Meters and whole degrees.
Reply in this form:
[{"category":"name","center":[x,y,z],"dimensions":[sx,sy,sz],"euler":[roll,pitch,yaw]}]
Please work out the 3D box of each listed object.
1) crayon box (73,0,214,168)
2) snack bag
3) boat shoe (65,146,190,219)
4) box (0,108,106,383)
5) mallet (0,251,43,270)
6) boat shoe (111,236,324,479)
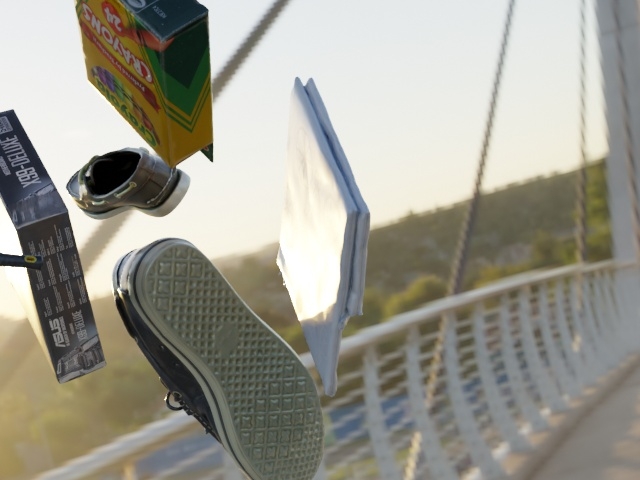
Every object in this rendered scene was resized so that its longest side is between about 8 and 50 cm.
[{"category":"crayon box","center":[-0.230,-0.235,1.856],"dimensions":[0.081,0.202,0.318],"euler":[-36,-25,-22]},{"category":"snack bag","center":[0.000,0.000,1.929],"dimensions":[0.037,0.342,0.323],"euler":[-5,39,-15]},{"category":"boat shoe","center":[-0.319,-0.096,2.203],"dimensions":[0.091,0.109,0.305],"euler":[38,-21,-32]},{"category":"box","center":[-0.392,0.010,1.956],"dimensions":[0.077,0.242,0.307],"euler":[-21,-43,-16]},{"category":"mallet","center":[-0.404,0.008,1.567],"dimensions":[0.190,0.062,0.039],"euler":[0,-34,-29]},{"category":"boat shoe","center":[-0.155,0.195,2.195],"dimensions":[0.187,0.500,0.156],"euler":[-47,29,-25]}]
